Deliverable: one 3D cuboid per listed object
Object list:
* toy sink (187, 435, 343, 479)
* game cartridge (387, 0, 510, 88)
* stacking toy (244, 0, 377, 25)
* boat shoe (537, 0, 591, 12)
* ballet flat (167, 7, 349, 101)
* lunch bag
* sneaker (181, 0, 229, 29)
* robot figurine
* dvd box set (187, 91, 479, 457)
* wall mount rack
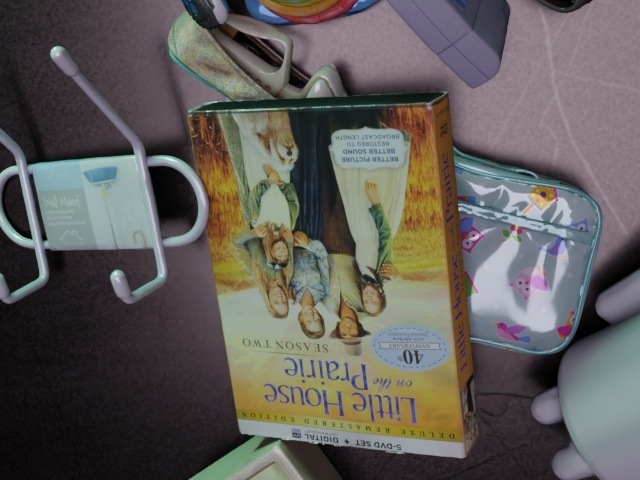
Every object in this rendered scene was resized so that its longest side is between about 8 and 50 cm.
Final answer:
[{"bbox_3d":[-0.093,0.363,1.407,0.234,0.131,0.153,-34,95,14],"label":"toy sink"},{"bbox_3d":[0.102,-0.313,1.174,0.062,0.198,0.297,-35,109,26],"label":"game cartridge"},{"bbox_3d":[-0.029,-0.316,1.164,0.175,0.302,0.165,-8,101,9],"label":"stacking toy"},{"bbox_3d":[0.187,-0.389,1.178,0.355,0.130,0.132,38,147,-4],"label":"boat shoe"},{"bbox_3d":[-0.042,-0.182,1.287,0.316,0.107,0.106,35,126,-1],"label":"ballet flat"},{"bbox_3d":[0.188,0.006,1.303,0.279,0.108,0.224,13,104,5],"label":"lunch bag"},{"bbox_3d":[-0.139,-0.323,1.245,0.081,0.211,0.080,-23,141,-3],"label":"sneaker"},{"bbox_3d":[0.415,0.167,1.228,0.353,0.200,0.300,-32,70,37],"label":"robot figurine"},{"bbox_3d":[0.016,0.043,1.258,0.308,0.062,0.420,2,110,26],"label":"dvd box set"},{"bbox_3d":[-0.314,-0.077,1.286,0.350,0.130,0.304,-2,106,30],"label":"wall mount rack"}]
